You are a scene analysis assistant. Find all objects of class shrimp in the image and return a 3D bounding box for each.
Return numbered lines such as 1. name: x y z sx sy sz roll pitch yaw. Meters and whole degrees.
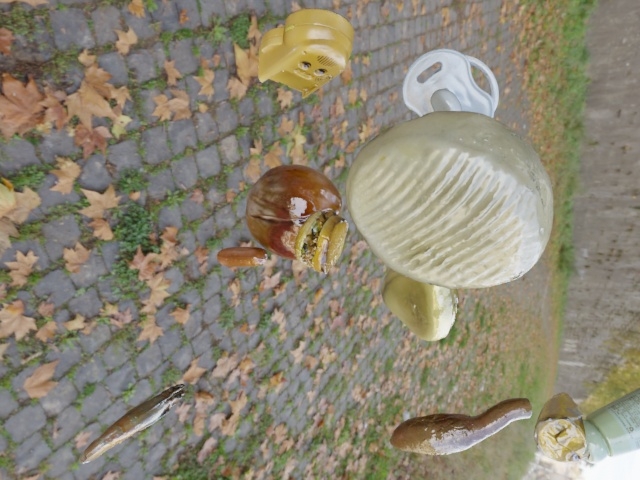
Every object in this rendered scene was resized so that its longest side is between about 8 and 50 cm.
1. shrimp: -0.408 0.399 0.999 0.251 0.052 0.143 -24 165 -43

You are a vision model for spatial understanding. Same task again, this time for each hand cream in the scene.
1. hand cream: 0.715 0.399 1.013 0.093 0.305 0.147 54 13 -61

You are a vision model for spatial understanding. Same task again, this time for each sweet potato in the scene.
1. sweet potato: 0.365 0.496 1.195 0.109 0.385 0.109 -18 90 -77

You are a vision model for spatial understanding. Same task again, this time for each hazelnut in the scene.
1. hazelnut: -0.093 -0.103 1.651 0.315 0.372 0.373 -111 -162 -68

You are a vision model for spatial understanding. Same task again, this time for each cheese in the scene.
1. cheese: 0.300 0.161 1.348 0.128 0.259 0.316 -37 158 -28

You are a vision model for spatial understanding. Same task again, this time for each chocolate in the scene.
1. chocolate: 0.439 0.325 0.832 0.219 0.085 0.086 1 100 -62

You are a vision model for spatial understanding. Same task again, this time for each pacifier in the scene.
1. pacifier: 0.342 -0.374 1.198 0.279 0.227 0.207 55 30 -6

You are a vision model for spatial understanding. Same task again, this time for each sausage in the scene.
1. sausage: -0.279 0.058 1.625 0.076 0.197 0.076 0 90 -66

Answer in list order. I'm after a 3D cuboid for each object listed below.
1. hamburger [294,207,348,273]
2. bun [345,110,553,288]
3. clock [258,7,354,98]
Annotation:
1. hamburger: 0.004 -0.006 1.345 0.191 0.118 0.182 -65 164 -4
2. bun: 0.229 -0.081 0.815 0.326 0.361 0.235 97 17 -48
3. clock: -0.035 -0.625 1.499 0.244 0.317 0.200 5 86 -39
